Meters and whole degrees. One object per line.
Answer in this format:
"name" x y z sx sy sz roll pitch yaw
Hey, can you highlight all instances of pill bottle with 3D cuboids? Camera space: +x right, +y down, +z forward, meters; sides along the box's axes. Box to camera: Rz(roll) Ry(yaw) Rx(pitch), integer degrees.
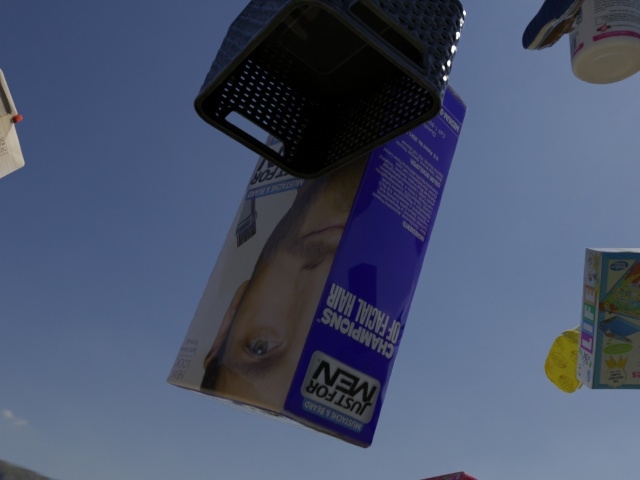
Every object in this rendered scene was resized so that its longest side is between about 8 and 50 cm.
"pill bottle" 0.658 -0.523 1.391 0.160 0.283 0.160 4 -19 1

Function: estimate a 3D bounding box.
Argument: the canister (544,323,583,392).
"canister" 0.505 0.191 1.109 0.073 0.169 0.126 44 -34 37

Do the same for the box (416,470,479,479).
"box" 0.229 0.534 1.139 0.128 0.123 0.257 32 -37 -10

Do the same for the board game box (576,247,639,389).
"board game box" 0.275 0.059 0.451 0.154 0.104 0.026 1 6 -2

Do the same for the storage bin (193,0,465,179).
"storage bin" 0.001 -0.129 0.445 0.122 0.084 0.180 30 -28 -25

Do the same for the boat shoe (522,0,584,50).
"boat shoe" 0.454 -0.426 1.133 0.066 0.066 0.183 2 -14 -12

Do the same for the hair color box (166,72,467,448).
"hair color box" 0.000 0.000 0.573 0.110 0.339 0.185 32 -23 -35

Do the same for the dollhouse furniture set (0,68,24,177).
"dollhouse furniture set" -0.546 -0.162 0.808 0.259 0.262 0.135 7 -61 14
